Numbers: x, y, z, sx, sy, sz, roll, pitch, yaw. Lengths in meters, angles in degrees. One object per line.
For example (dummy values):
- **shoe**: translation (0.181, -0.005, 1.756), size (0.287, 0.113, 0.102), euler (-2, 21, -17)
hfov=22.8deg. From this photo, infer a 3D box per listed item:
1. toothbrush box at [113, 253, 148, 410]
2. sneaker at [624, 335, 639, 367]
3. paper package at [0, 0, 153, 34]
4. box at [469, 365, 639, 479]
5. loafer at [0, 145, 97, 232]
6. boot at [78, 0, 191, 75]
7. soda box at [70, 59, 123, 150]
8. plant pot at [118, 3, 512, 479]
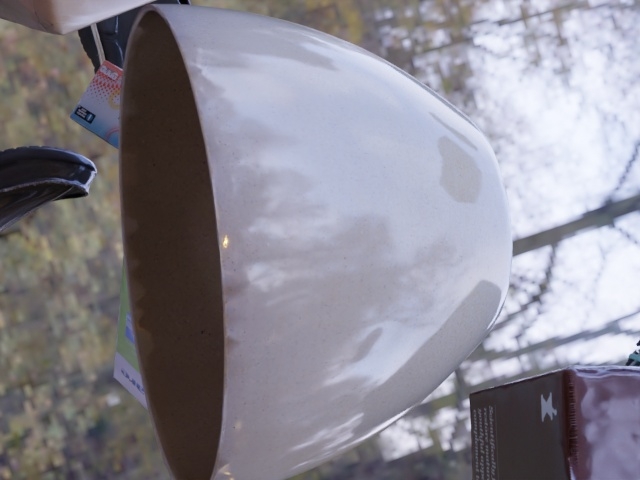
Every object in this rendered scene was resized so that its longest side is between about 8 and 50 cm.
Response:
- **toothbrush box**: translation (-0.079, 0.042, 1.516), size (0.122, 0.206, 0.283), euler (41, -30, 18)
- **sneaker**: translation (0.333, 0.095, 1.471), size (0.122, 0.283, 0.110), euler (44, 7, -37)
- **paper package**: translation (-0.138, -0.348, 1.197), size (0.168, 0.325, 0.309), euler (27, -45, 42)
- **box**: translation (0.221, 0.172, 1.033), size (0.167, 0.203, 0.168), euler (148, -57, -71)
- **loafer**: translation (-0.310, -0.029, 1.457), size (0.080, 0.220, 0.078), euler (86, -8, -76)
- **boot**: translation (-0.194, -0.208, 1.862), size (0.077, 0.137, 0.198), euler (-60, 131, -68)
- **soda box**: translation (-0.123, -0.082, 1.361), size (0.183, 0.063, 0.058), euler (33, 1, 26)
- **plant pot**: translation (0.000, 0.000, 0.934), size (0.284, 0.191, 0.284), euler (175, -90, -73)
